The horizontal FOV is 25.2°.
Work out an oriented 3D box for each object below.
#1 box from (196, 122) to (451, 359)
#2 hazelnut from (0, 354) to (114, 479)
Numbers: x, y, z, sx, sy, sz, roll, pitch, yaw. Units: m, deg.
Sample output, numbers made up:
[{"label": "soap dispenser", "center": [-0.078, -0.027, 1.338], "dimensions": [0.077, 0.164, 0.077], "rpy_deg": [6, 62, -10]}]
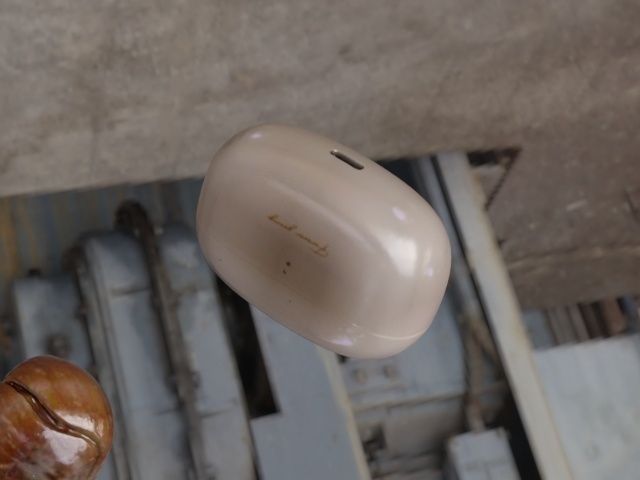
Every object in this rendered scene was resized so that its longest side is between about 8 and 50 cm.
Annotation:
[{"label": "box", "center": [0.000, 0.000, 1.045], "dimensions": [0.088, 0.200, 0.146], "rpy_deg": [-33, 150, -51]}, {"label": "hazelnut", "center": [-0.271, 0.192, 1.408], "dimensions": [0.154, 0.143, 0.143], "rpy_deg": [-46, 147, 9]}]
